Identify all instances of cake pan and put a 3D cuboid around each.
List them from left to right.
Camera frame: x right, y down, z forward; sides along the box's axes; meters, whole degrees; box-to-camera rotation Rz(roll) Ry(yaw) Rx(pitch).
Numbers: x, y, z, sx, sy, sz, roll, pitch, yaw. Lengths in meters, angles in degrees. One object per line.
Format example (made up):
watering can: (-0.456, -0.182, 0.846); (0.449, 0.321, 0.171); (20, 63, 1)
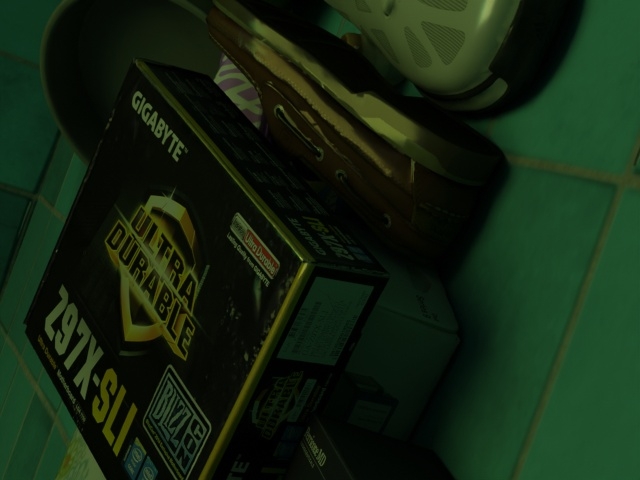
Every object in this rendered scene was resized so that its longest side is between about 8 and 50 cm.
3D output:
cake pan: (-0.169, -0.159, 1.843); (0.054, 0.293, 0.293); (-51, -1, -45)

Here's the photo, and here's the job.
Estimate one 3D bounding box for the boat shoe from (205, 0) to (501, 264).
boat shoe: (-0.001, -0.094, 1.302); (0.307, 0.111, 0.104); (41, 113, 40)

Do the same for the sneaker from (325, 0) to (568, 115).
sneaker: (0.005, -0.237, 1.340); (0.169, 0.257, 0.447); (-66, 25, 12)

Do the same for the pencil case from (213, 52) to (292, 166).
pencil case: (-0.057, -0.089, 1.412); (0.088, 0.086, 0.206); (125, 157, -51)

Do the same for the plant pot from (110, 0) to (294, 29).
plant pot: (-0.073, -0.360, 1.825); (0.254, 0.276, 0.276); (-20, 51, 53)

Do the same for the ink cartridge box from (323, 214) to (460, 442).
ink cartridge box: (0.009, 0.108, 1.266); (0.212, 0.093, 0.154); (-62, 18, 20)

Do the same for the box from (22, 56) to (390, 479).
box: (-0.100, 0.048, 1.255); (0.322, 0.079, 0.257); (50, 122, 49)

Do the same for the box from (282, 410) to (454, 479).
box: (0.029, 0.243, 1.046); (0.184, 0.103, 0.261); (-65, 17, 8)

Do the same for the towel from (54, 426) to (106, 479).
towel: (-0.155, 0.191, 1.639); (0.320, 0.090, 0.374); (-12, 54, 66)

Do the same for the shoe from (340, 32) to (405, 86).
shoe: (0.025, -0.150, 1.587); (0.219, 0.058, 0.076); (176, 93, -76)

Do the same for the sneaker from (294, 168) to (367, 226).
sneaker: (0.000, 0.000, 1.419); (0.240, 0.091, 0.126); (-55, 23, 38)
